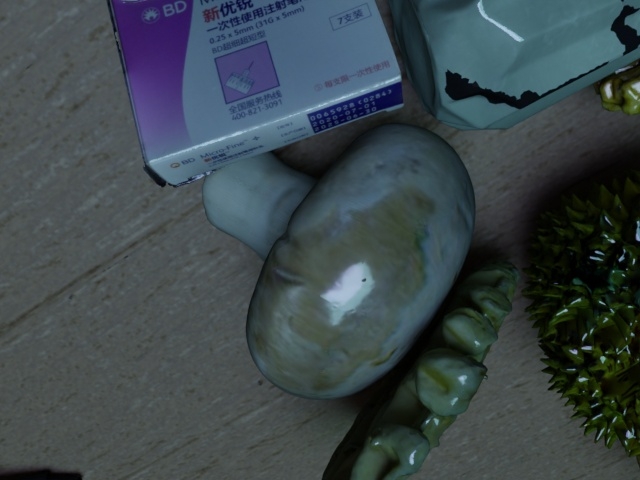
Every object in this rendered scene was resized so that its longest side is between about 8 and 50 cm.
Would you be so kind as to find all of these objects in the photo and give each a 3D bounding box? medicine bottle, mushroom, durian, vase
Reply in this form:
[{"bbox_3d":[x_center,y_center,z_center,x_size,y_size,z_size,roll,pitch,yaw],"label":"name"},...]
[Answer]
[{"bbox_3d":[-0.055,-0.151,0.471,0.201,0.052,0.171,-17,74,6],"label":"medicine bottle"},{"bbox_3d":[0.000,0.000,0.509,0.244,0.243,0.243,-1,115,-3],"label":"mushroom"},{"bbox_3d":[0.305,0.049,0.517,0.225,0.291,0.291,-30,123,-38],"label":"durian"},{"bbox_3d":[0.238,-0.207,0.451,0.360,0.165,0.165,-20,115,2],"label":"vase"}]

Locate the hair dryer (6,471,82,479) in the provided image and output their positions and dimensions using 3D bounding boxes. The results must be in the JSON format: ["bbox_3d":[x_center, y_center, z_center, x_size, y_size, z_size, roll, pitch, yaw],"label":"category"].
[{"bbox_3d":[-0.406,0.306,0.679,0.255,0.128,0.070,-7,115,-12],"label":"hair dryer"}]

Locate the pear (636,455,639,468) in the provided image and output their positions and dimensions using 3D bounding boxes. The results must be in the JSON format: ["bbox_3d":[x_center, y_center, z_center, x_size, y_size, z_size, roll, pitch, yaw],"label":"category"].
[{"bbox_3d":[0.471,0.222,0.608,0.271,0.271,0.271,-1,115,-3],"label":"pear"}]

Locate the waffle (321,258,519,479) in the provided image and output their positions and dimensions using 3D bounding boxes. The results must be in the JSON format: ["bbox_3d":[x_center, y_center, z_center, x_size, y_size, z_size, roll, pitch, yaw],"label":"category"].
[{"bbox_3d":[0.077,0.145,0.536,0.056,0.309,0.292,36,114,9],"label":"waffle"}]

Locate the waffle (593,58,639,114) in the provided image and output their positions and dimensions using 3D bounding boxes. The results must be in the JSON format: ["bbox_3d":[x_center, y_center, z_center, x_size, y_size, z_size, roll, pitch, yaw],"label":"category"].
[{"bbox_3d":[0.318,-0.145,0.474,0.191,0.191,0.038,-21,110,7],"label":"waffle"}]
